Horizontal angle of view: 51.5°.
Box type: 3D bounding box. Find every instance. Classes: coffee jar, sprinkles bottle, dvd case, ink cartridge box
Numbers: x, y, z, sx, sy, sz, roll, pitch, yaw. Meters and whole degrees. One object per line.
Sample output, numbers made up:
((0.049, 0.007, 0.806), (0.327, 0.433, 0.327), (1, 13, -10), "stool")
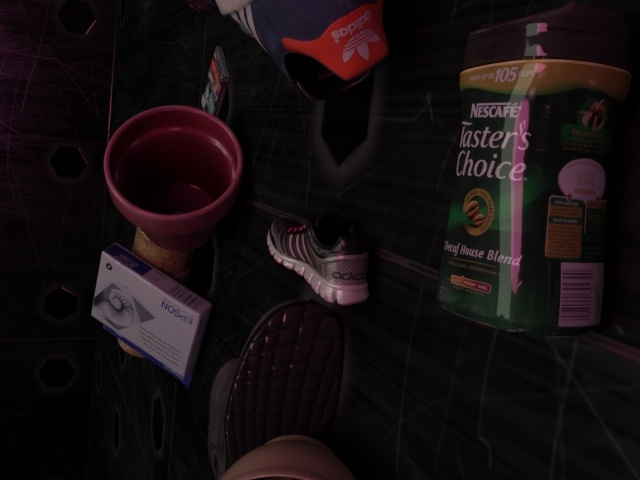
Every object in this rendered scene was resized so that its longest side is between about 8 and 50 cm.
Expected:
((0.124, -0.041, 0.394), (0.096, 0.079, 0.184), (-165, 79, -65), "coffee jar")
((-0.306, 0.065, 1.260), (0.121, 0.121, 0.355), (-115, 36, -45), "sprinkles bottle")
((-0.185, -0.264, 1.156), (0.119, 0.013, 0.087), (-62, 35, 41), "dvd case")
((-0.314, 0.148, 1.201), (0.223, 0.045, 0.224), (30, 126, 14), "ink cartridge box")

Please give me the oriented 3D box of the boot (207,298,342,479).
((-0.083, 0.190, 0.787), (0.223, 0.118, 0.338), (-131, 53, -63), "boot")

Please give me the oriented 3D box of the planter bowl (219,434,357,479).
((-0.027, 0.255, 0.629), (0.109, 0.162, 0.162), (-75, -3, -71), "planter bowl")

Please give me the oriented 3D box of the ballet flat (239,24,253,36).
((-0.061, -0.370, 0.861), (0.067, 0.073, 0.206), (-76, 4, -65), "ballet flat")

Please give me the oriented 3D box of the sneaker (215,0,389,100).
((-0.018, -0.222, 0.686), (0.148, 0.131, 0.350), (59, -179, -18), "sneaker")

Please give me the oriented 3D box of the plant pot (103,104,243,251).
((-0.223, -0.078, 1.035), (0.180, 0.201, 0.201), (108, 155, -62), "plant pot")

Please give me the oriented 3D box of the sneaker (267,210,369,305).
((0.000, 0.000, 0.680), (0.170, 0.063, 0.074), (38, 122, 55), "sneaker")

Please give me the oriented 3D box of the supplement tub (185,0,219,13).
((-0.088, -0.361, 0.773), (0.198, 0.106, 0.106), (-29, 54, 19), "supplement tub")
